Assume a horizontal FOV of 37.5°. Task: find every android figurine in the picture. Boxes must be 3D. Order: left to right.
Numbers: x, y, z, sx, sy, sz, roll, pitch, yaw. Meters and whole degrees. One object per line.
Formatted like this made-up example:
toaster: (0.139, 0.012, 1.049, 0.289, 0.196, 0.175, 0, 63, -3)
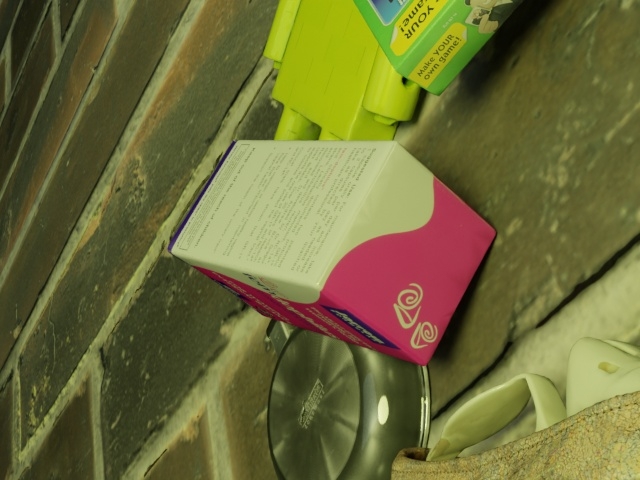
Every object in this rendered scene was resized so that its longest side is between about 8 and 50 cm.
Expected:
android figurine: (0.027, -0.181, 0.807, 0.248, 0.056, 0.272, 43, 119, 56)

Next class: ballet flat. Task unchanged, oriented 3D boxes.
ballet flat: (0.129, 0.111, 0.484, 0.316, 0.108, 0.106, -35, 44, 49)

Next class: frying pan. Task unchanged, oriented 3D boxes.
frying pan: (0.000, 0.082, 0.775, 0.197, 0.053, 0.326, -49, 44, 39)

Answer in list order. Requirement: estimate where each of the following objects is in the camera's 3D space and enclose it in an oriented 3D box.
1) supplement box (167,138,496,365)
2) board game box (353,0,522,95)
supplement box: (0.000, 0.000, 0.688, 0.220, 0.111, 0.114, 7, 64, 56)
board game box: (0.129, -0.278, 0.616, 0.317, 0.046, 0.213, -49, 39, 24)
